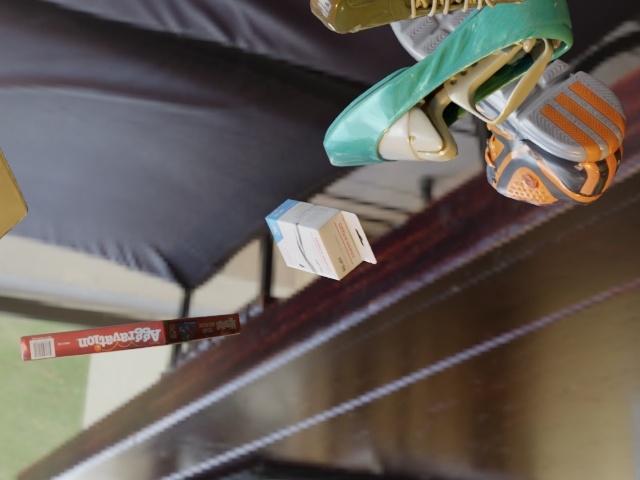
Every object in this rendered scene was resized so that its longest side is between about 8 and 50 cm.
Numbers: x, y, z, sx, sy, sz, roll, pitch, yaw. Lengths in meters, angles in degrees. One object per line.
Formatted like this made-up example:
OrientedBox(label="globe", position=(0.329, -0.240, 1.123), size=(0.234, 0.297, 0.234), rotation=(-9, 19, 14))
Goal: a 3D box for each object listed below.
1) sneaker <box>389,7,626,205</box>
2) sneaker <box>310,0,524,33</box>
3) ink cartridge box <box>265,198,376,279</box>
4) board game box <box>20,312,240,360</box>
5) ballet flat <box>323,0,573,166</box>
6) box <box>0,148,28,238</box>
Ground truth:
OrientedBox(label="sneaker", position=(0.178, -0.147, 1.417), size=(0.125, 0.321, 0.180), rotation=(-34, 154, -15))
OrientedBox(label="sneaker", position=(0.093, -0.176, 0.838), size=(0.192, 0.086, 0.064), rotation=(-34, 148, -15))
OrientedBox(label="ink cartridge box", position=(0.000, 0.000, 1.027), size=(0.083, 0.028, 0.048), rotation=(13, 135, 51))
OrientedBox(label="board game box", position=(-0.187, 0.099, 1.398), size=(0.145, 0.027, 0.281), rotation=(-6, 177, 11))
OrientedBox(label="ballet flat", position=(0.107, -0.119, 1.122), size=(0.247, 0.087, 0.083), rotation=(-38, 151, 20))
OrientedBox(label="box", position=(-0.281, -0.071, 0.671), size=(0.232, 0.127, 0.148), rotation=(37, 160, 21))
